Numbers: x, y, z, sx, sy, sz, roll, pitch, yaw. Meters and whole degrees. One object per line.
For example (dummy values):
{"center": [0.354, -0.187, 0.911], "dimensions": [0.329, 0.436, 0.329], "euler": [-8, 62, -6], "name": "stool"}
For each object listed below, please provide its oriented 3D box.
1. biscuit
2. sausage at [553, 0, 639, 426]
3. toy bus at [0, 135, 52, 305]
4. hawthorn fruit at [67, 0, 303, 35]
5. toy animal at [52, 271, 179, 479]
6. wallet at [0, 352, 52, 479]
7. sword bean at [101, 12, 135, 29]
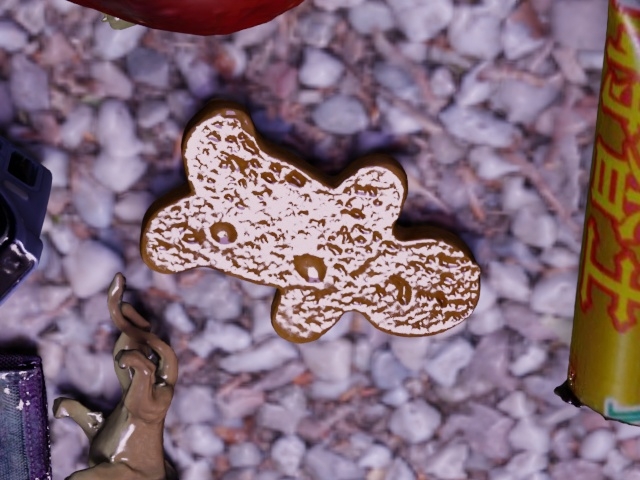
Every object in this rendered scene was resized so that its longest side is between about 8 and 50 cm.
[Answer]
{"center": [0.000, 0.000, 1.162], "dimensions": [0.205, 0.031, 0.138], "euler": [21, 119, -10], "name": "biscuit"}
{"center": [0.211, -0.042, 1.079], "dimensions": [0.125, 0.117, 0.317], "euler": [14, 122, 19], "name": "sausage"}
{"center": [-0.297, -0.059, 1.081], "dimensions": [0.292, 0.133, 0.125], "euler": [35, 120, -20], "name": "toy bus"}
{"center": [-0.058, -0.197, 0.921], "dimensions": [0.210, 0.266, 0.230], "euler": [7, 122, -11], "name": "hawthorn fruit"}
{"center": [-0.129, 0.111, 1.214], "dimensions": [0.086, 0.069, 0.220], "euler": [-10, 127, -17], "name": "toy animal"}
{"center": [-0.255, 0.115, 1.239], "dimensions": [0.165, 0.030, 0.111], "euler": [3, 125, 2], "name": "wallet"}
{"center": [-0.003, -0.176, 1.060], "dimensions": [0.269, 0.038, 0.043], "euler": [-20, 92, 13], "name": "sword bean"}
